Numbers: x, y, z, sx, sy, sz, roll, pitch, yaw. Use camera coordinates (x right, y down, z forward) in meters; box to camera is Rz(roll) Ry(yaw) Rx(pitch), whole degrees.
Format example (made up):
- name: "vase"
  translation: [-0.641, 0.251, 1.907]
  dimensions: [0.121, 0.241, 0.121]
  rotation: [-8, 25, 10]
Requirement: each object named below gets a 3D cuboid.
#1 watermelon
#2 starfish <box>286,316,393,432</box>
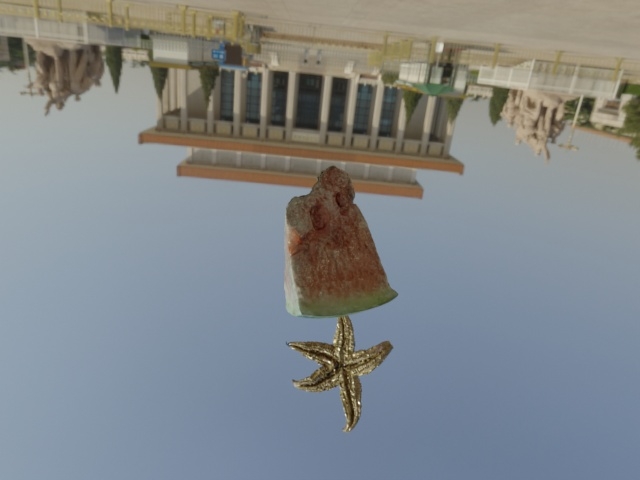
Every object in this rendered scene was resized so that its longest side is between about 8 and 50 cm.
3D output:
- name: "watermelon"
  translation: [0.010, 0.016, 0.455]
  dimensions: [0.098, 0.158, 0.121]
  rotation: [-5, -156, -28]
- name: "starfish"
  translation: [0.035, 0.242, 0.884]
  dimensions: [0.228, 0.240, 0.043]
  rotation: [-9, 174, 34]
